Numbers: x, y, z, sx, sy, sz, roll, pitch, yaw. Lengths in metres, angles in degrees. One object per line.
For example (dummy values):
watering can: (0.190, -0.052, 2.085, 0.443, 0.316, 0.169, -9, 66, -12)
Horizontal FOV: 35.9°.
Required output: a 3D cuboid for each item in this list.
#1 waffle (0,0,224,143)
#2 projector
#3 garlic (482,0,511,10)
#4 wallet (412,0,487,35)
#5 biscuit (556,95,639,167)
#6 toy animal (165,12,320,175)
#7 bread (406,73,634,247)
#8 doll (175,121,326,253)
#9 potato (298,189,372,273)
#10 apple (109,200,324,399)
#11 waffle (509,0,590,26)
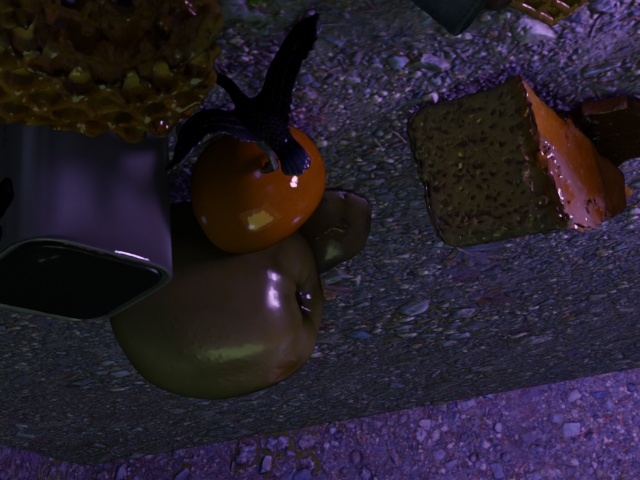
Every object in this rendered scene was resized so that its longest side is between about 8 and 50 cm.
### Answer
waffle: (-0.284, -0.232, 1.188, 0.324, 0.151, 0.261, 9, 149, -25)
projector: (-0.370, -0.045, 1.455, 0.248, 0.249, 0.248, 18, 146, -39)
garlic: (0.162, -0.340, 1.017, 0.214, 0.191, 0.160, -39, -178, 45)
wallet: (0.076, -0.356, 0.911, 0.290, 0.054, 0.251, 39, 147, 1)
biscuit: (0.453, -0.173, 1.566, 0.182, 0.034, 0.215, 23, 146, -38)
toy animal: (-0.097, -0.160, 1.325, 0.272, 0.197, 0.160, -38, 113, -10)
bread: (0.321, -0.132, 1.549, 0.248, 0.279, 0.315, -16, -171, 35)
doll: (-0.109, -0.107, 1.469, 0.213, 0.213, 0.236, -25, 108, 37)
potato: (0.000, 0.000, 1.784, 0.202, 0.117, 0.182, -20, 154, 30)
apple: (-0.166, 0.098, 1.663, 0.357, 0.357, 0.357, -4, 156, -2)
waffle: (0.261, -0.326, 1.203, 0.191, 0.032, 0.125, 13, 152, -36)
